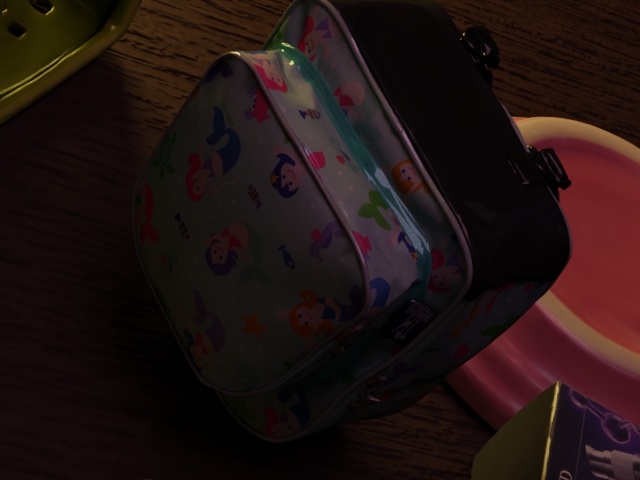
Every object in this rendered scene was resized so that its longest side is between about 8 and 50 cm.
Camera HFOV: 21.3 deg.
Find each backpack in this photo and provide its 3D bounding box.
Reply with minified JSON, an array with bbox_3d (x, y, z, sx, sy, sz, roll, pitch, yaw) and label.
[{"bbox_3d":[0.000,0.000,1.038,0.191,0.253,0.225,-13,65,-37],"label":"backpack"}]

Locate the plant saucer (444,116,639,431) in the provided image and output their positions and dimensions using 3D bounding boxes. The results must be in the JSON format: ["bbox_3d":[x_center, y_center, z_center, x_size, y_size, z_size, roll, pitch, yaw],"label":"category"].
[{"bbox_3d":[0.206,0.027,1.289,0.332,0.084,0.332,20,44,-21],"label":"plant saucer"}]

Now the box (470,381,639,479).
[{"bbox_3d":[0.197,0.215,1.093,0.207,0.108,0.153,29,42,-12],"label":"box"}]

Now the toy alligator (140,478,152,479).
[{"bbox_3d":[-0.134,0.174,0.933,0.056,0.051,0.189,44,41,5],"label":"toy alligator"}]

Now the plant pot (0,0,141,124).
[{"bbox_3d":[-0.229,-0.228,1.105,0.207,0.227,0.228,38,41,8],"label":"plant pot"}]
